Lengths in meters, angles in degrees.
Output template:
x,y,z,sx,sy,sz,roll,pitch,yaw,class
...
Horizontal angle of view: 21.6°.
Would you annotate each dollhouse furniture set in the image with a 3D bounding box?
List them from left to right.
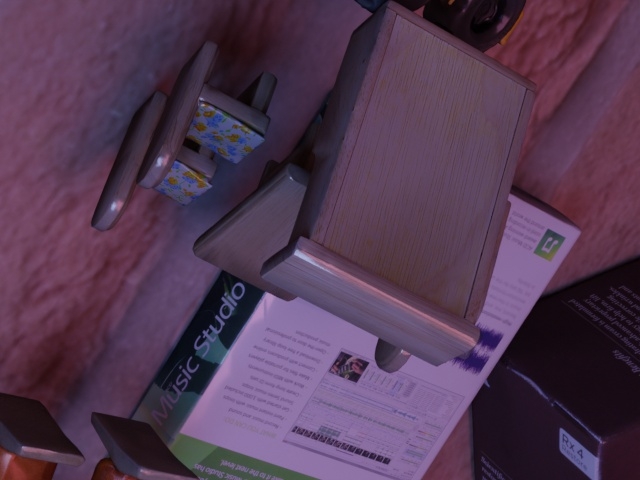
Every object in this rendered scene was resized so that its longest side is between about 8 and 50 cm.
x,y,z,sx,sy,sz,roll,pitch,yaw,class
-0.152,0.237,1.068,0.259,0.135,0.262,15,102,-30,dollhouse furniture set
0.000,0.000,0.950,0.212,0.242,0.161,27,61,-17,dollhouse furniture set

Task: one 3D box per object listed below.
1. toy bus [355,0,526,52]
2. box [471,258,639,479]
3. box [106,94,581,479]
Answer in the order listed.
x,y,z,sx,sy,sz,roll,pitch,yaw,class
0.071,-0.236,0.948,0.211,0.149,0.220,-53,149,12,toy bus
0.245,0.137,1.298,0.203,0.168,0.167,-21,127,-21,box
0.017,0.078,1.193,0.232,0.058,0.322,25,100,-40,box
